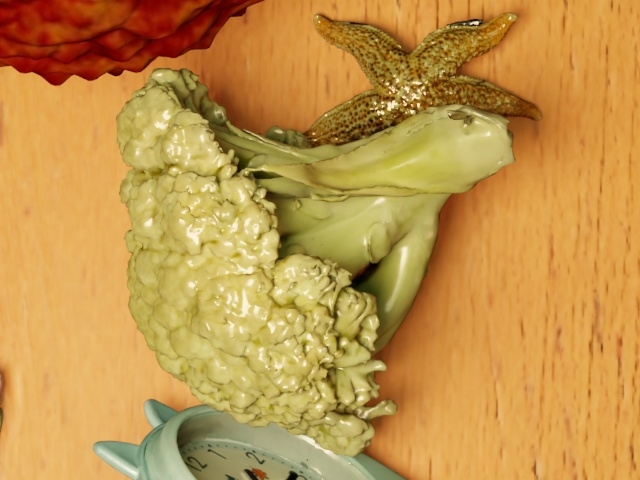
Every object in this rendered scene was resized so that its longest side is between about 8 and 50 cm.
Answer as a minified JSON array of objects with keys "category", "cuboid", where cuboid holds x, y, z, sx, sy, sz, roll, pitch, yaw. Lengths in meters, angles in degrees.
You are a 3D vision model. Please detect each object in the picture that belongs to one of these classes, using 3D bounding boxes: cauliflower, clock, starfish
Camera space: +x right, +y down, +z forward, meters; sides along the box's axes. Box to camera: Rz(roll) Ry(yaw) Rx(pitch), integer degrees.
[{"category":"cauliflower","cuboid":[-0.021,0.004,1.494,0.281,0.260,0.327,-32,113,-30]},{"category":"clock","cuboid":[-0.039,0.214,1.483,0.274,0.223,0.094,28,110,10]},{"category":"starfish","cuboid":[0.073,-0.101,1.592,0.208,0.053,0.175,-4,95,6]}]

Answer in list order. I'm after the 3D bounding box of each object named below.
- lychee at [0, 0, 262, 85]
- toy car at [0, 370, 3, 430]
[{"category":"lychee","cuboid":[-0.176,-0.326,1.418,0.500,0.425,0.424,-12,84,35]},{"category":"toy car","cuboid":[-0.311,0.200,1.548,0.090,0.076,0.224,10,85,0]}]
